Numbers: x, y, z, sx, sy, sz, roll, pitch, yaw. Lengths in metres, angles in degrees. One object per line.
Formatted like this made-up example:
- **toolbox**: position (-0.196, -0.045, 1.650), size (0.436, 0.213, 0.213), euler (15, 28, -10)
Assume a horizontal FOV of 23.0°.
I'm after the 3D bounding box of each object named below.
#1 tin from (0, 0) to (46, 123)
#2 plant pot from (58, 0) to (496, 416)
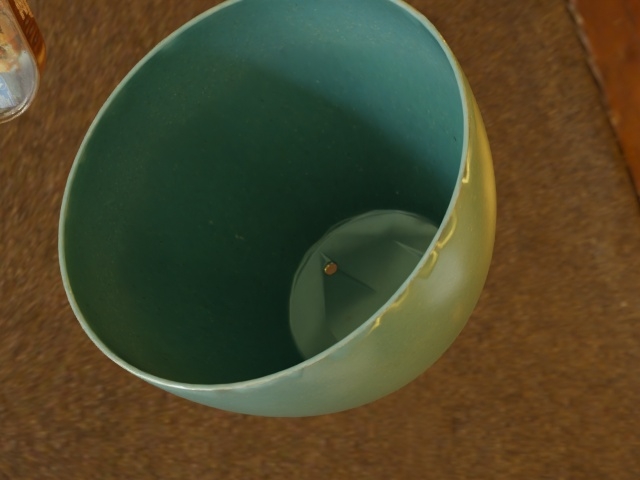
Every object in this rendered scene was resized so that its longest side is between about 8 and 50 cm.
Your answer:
- **tin**: position (-0.262, -0.165, 1.101), size (0.106, 0.040, 0.189), euler (-10, 129, 12)
- **plant pot**: position (0.000, 0.000, 1.056), size (0.290, 0.290, 0.195), euler (-62, 143, -13)
